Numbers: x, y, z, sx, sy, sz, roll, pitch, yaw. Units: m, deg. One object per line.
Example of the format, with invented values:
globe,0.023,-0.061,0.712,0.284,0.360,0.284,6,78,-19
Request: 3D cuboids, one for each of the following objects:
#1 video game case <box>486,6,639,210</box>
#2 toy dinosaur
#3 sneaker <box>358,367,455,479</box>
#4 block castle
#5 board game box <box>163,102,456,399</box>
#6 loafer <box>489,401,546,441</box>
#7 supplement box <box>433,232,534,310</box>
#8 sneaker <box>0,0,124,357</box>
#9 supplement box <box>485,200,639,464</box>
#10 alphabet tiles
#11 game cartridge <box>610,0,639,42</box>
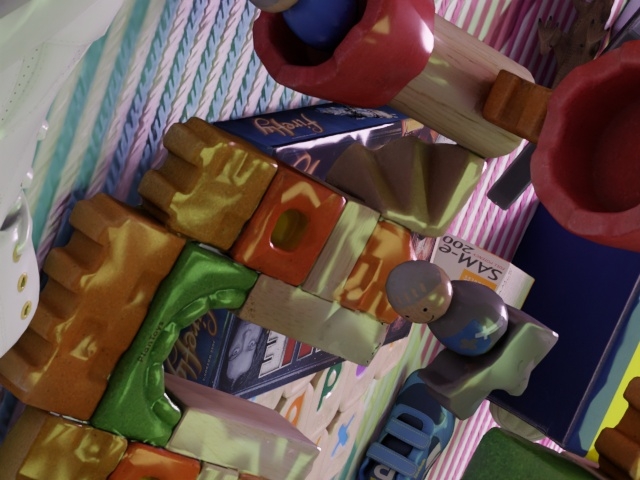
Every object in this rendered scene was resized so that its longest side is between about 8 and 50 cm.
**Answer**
video game case,0.240,-0.151,1.536,0.196,0.026,0.274,-52,176,41
toy dinosaur,0.202,-0.151,1.523,0.183,0.053,0.092,-62,162,-7
sneaker,0.067,0.173,1.578,0.059,0.053,0.144,-15,127,-63
block castle,0.002,0.095,0.910,0.213,0.303,0.453,24,96,-43
board game box,0.000,0.000,1.156,0.243,0.042,0.165,-17,127,-57
loafer,0.267,0.052,1.858,0.319,0.112,0.111,-54,-174,-1
supplement box,0.128,0.027,1.536,0.036,0.062,0.098,-64,162,0
sneaker,-0.133,-0.055,0.716,0.292,0.108,0.169,-50,160,-11
supplement box,0.340,0.126,1.726,0.356,0.194,0.195,24,92,-26
alphabet tiles,0.005,0.077,1.345,0.284,0.021,0.278,-35,146,-54
game cartridge,0.346,-0.213,1.824,0.294,0.060,0.196,-48,151,-39
